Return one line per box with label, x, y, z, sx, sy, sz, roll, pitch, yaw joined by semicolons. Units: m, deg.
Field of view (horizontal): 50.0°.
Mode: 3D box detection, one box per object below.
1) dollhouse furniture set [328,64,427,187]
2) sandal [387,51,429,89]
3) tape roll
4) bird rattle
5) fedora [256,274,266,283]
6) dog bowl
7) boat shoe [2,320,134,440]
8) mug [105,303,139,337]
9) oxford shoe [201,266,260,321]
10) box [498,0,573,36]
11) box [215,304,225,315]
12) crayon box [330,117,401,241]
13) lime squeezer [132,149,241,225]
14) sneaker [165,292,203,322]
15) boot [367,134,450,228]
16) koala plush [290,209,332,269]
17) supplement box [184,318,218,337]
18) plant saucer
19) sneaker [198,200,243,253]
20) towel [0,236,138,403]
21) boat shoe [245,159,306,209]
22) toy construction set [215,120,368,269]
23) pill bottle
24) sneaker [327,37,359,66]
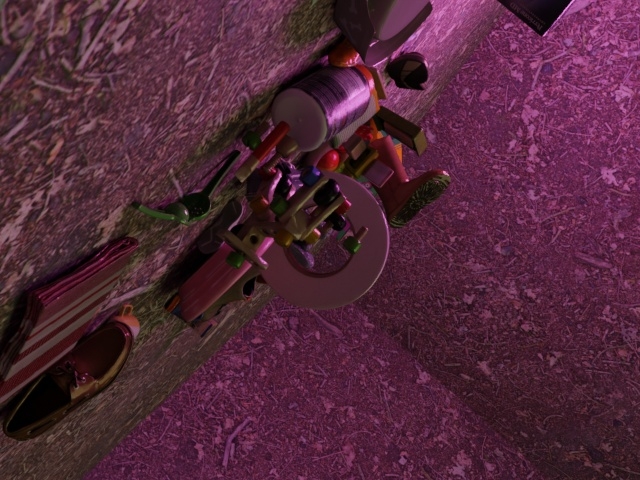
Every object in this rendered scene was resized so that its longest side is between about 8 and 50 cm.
dollhouse furniture set;0.138;-0.281;1.777;0.197;0.151;0.301;-49;153;-6
sandal;0.266;-0.512;2.034;0.303;0.120;0.086;-16;119;-84
tape roll;0.000;0.000;1.922;0.392;0.392;0.072;-49;175;6
bird rattle;0.045;-0.245;1.994;0.207;0.143;0.253;-26;161;-30
fedora;-0.173;0.053;2.291;0.194;0.194;0.079;-47;138;-13
dog bowl;0.160;-0.487;1.248;0.349;0.102;0.349;-48;175;-5
boat shoe;-0.504;0.289;1.393;0.307;0.111;0.104;-48;176;-10
mug;-0.444;0.185;1.514;0.062;0.078;0.064;-17;169;8
oxford shoe;-0.287;0.162;2.145;0.348;0.130;0.123;-52;173;37
box;0.530;-0.704;1.623;0.183;0.296;0.294;-45;173;-39
box;-0.351;0.207;2.320;0.083;0.062;0.052;-49;173;14
crayon box;0.131;-0.223;2.306;0.363;0.106;0.313;-52;-163;32
lime squeezer;-0.240;-0.070;1.256;0.110;0.059;0.310;-52;173;35
sneaker;-0.368;0.194;1.954;0.083;0.087;0.221;-48;175;8
boot;0.227;-0.202;1.953;0.089;0.269;0.236;20;130;-42
koala plush;-0.083;-0.055;2.217;0.196;0.203;0.221;-60;-168;24
supplement box;-0.400;0.275;2.304;0.056;0.083;0.083;-50;174;1
plant saucer;-0.246;0.062;1.747;0.332;0.084;0.332;-44;-174;6
sneaker;-0.232;-0.028;1.642;0.152;0.053;0.061;-49;177;5
towel;-0.454;0.143;1.182;0.329;0.037;0.237;-50;177;33
boat shoe;-0.083;-0.152;1.648;0.116;0.099;0.319;-4;-167;26
toy construction set;-0.102;-0.058;1.354;0.237;0.257;0.309;-50;144;-15
pill bottle;0.018;-0.284;1.396;0.245;0.130;0.130;-42;172;-46
sneaker;0.067;-0.405;1.398;0.175;0.064;0.067;-50;156;-40
